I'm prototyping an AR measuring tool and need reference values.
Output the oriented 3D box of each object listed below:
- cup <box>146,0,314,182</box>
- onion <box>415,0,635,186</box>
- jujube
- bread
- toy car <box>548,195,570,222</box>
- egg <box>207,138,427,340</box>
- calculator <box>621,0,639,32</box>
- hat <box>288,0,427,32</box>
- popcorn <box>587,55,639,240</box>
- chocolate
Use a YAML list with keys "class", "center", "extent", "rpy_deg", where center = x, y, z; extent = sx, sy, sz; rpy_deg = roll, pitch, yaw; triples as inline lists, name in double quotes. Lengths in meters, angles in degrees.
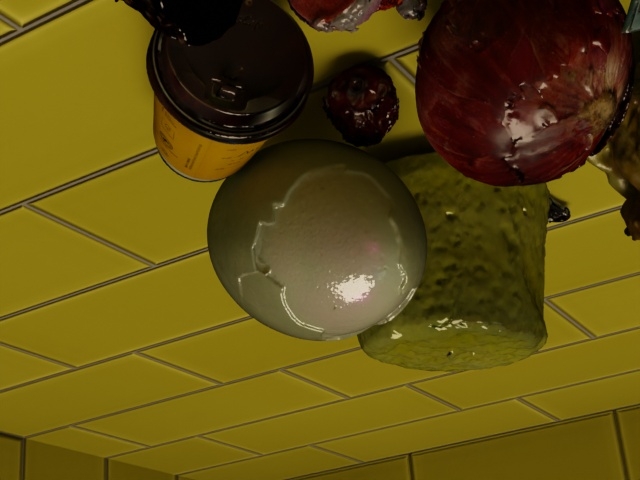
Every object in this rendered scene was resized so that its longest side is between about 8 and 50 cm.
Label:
- class: "cup"
  center: [-0.124, -0.178, 1.368]
  extent: [0.196, 0.196, 0.280]
  rpy_deg: [2, 163, -14]
- class: "onion"
  center: [0.240, -0.201, 1.313]
  extent: [0.276, 0.276, 0.276]
  rpy_deg: [-4, 156, -2]
- class: "jujube"
  center: [0.063, -0.179, 1.500]
  extent: [0.104, 0.104, 0.166]
  rpy_deg: [-9, 168, 10]
- class: "bread"
  center: [0.205, 0.043, 1.745]
  extent: [0.348, 0.308, 0.348]
  rpy_deg: [-6, 159, -2]
- class: "toy car"
  center: [0.394, -0.055, 1.901]
  extent: [0.041, 0.025, 0.093]
  rpy_deg: [-23, 147, 37]
- class: "egg"
  center: [0.000, 0.000, 1.510]
  extent: [0.278, 0.278, 0.336]
  rpy_deg: [10, -179, -29]
- class: "calculator"
  center: [0.365, -0.311, 1.207]
  extent: [0.018, 0.172, 0.057]
  rpy_deg: [26, -153, 28]
- class: "hat"
  center: [0.061, -0.294, 1.257]
  extent: [0.140, 0.129, 0.227]
  rpy_deg: [-42, 157, 29]
- class: "popcorn"
  center: [0.496, -0.157, 1.444]
  extent: [0.290, 0.326, 0.321]
  rpy_deg: [-16, -167, -37]
- class: "chocolate"
  center: [-0.171, -0.294, 1.196]
  extent: [0.133, 0.156, 0.156]
  rpy_deg: [19, 169, 31]
